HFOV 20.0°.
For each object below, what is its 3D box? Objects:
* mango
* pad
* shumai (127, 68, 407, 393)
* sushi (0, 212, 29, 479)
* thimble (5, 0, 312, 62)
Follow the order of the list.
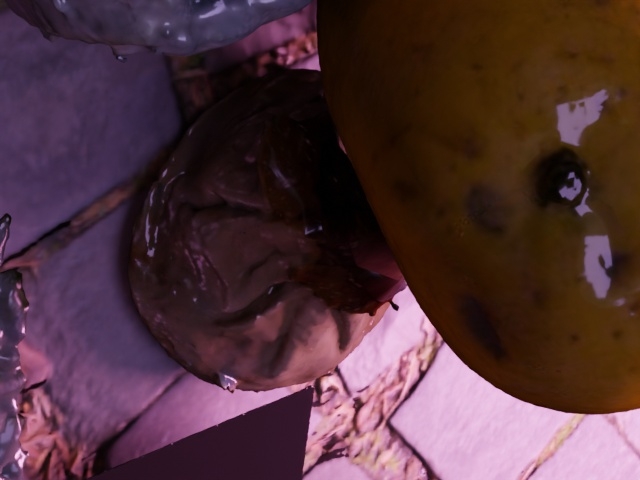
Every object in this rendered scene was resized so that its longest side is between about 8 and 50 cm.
[{"bbox_3d":[0.106,-0.073,0.927,0.182,0.365,0.253,-26,132,10],"label":"mango"},{"bbox_3d":[-0.109,0.187,1.045,0.246,0.006,0.170,-20,133,-33],"label":"pad"},{"bbox_3d":[0.000,0.000,1.014,0.201,0.120,0.201,-14,113,-36],"label":"shumai"},{"bbox_3d":[-0.223,0.055,0.799,0.139,0.184,0.274,-13,116,-35],"label":"sushi"},{"bbox_3d":[-0.069,-0.204,0.843,0.205,0.172,0.250,30,84,-39],"label":"thimble"}]
